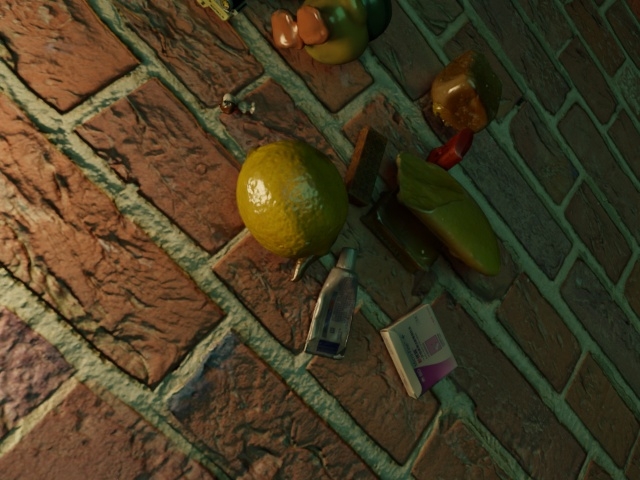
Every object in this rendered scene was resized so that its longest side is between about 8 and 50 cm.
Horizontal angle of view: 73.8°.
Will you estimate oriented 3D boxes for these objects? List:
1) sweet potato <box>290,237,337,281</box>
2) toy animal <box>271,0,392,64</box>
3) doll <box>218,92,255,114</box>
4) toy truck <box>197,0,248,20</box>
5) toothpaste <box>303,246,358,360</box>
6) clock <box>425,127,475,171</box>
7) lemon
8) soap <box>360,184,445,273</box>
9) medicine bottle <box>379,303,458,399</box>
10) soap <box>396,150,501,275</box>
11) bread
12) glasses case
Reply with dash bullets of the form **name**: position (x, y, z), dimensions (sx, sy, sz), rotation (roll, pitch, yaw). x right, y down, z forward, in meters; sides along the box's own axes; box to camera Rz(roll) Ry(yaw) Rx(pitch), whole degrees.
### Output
- **sweet potato**: position (0.001, 0.003, 1.081), dimensions (0.069, 0.059, 0.249), rotation (25, 72, 0)
- **toy animal**: position (0.055, -0.583, 1.149), dimensions (0.338, 0.216, 0.191), rotation (-40, 126, -31)
- **doll**: position (-0.206, -0.329, 1.049), dimensions (0.085, 0.040, 0.058), rotation (23, 61, -21)
- **toy truck**: position (-0.268, -0.625, 1.032), dimensions (0.191, 0.116, 0.085), rotation (43, 64, -24)
- **toothpaste**: position (0.044, 0.154, 1.075), dimensions (0.099, 0.068, 0.282), rotation (14, 82, 7)
- **clock**: position (0.382, -0.262, 1.270), dimensions (0.061, 0.155, 0.113), rotation (34, 66, -7)
- **lemon**: position (-0.062, -0.090, 0.959), dimensions (0.268, 0.267, 0.267), rotation (5, 78, -26)
- **soap**: position (0.238, -0.029, 1.195), dimensions (0.233, 0.076, 0.135), rotation (46, 63, -11)
- **medicine bottle**: position (0.267, 0.297, 1.162), dimensions (0.171, 0.052, 0.201), rotation (-24, 90, -28)
- **soap**: position (0.377, -0.071, 1.196), dimensions (0.427, 0.115, 0.306), rotation (35, 32, -29)
- **bread**: position (0.448, -0.455, 1.331), dimensions (0.195, 0.176, 0.246), rotation (47, 49, -23)
- **glasses case**: position (0.120, -0.204, 1.183), dimensions (0.075, 0.049, 0.218), rotation (27, 69, -27)
